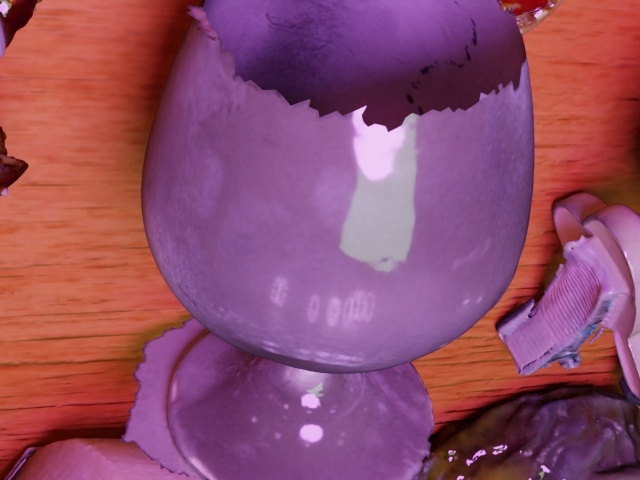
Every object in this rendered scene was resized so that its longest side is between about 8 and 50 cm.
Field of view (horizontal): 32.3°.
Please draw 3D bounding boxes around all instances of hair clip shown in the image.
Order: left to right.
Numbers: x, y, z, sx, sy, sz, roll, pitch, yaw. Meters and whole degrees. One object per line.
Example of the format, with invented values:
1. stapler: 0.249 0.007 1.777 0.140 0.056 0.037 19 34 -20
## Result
1. hair clip: 0.214 0.052 0.870 0.071 0.159 0.218 -22 157 -19

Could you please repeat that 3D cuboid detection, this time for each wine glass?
1. wine glass: 0.000 0.000 0.667 0.238 0.238 0.323 -6 131 -19

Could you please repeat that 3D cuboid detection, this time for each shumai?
1. shumai: 0.222 0.316 1.041 0.304 0.263 0.309 23 119 -36

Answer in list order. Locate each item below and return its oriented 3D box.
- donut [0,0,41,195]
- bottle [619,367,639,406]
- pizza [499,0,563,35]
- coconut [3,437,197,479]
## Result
1. donut: -0.237 -0.098 0.556 0.216 0.096 0.230 15 124 -34
2. bottle: 0.397 0.133 1.072 0.253 0.079 0.096 8 134 -31
3. pizza: 0.120 -0.153 0.709 0.100 0.029 0.099 6 130 -28
4. coconut: -0.145 0.302 0.853 0.323 0.323 0.323 -12 135 -12
